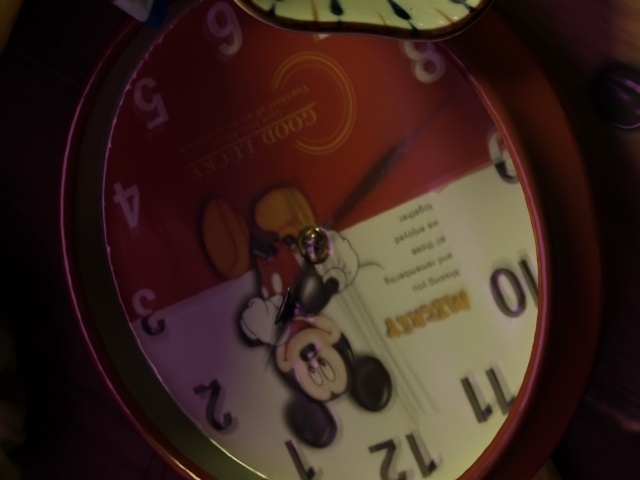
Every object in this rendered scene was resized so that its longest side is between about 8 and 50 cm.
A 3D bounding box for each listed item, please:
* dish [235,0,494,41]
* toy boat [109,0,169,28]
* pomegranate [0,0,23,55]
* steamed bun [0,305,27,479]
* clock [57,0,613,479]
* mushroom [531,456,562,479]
[{"bbox_3d":[0.013,-0.177,0.756,0.191,0.190,0.066,65,167,-12],"label":"dish"},{"bbox_3d":[-0.107,-0.215,0.825,0.080,0.046,0.229,-6,93,30],"label":"toy boat"},{"bbox_3d":[-0.293,-0.200,0.808,0.410,0.410,0.410,15,122,26],"label":"pomegranate"},{"bbox_3d":[-0.294,0.086,1.031,0.275,0.206,0.320,41,152,8],"label":"steamed bun"},{"bbox_3d":[0.000,0.000,0.873,0.318,0.080,0.319,9,106,31],"label":"clock"},{"bbox_3d":[-0.008,0.189,0.977,0.333,0.107,0.087,-27,81,19],"label":"mushroom"}]
